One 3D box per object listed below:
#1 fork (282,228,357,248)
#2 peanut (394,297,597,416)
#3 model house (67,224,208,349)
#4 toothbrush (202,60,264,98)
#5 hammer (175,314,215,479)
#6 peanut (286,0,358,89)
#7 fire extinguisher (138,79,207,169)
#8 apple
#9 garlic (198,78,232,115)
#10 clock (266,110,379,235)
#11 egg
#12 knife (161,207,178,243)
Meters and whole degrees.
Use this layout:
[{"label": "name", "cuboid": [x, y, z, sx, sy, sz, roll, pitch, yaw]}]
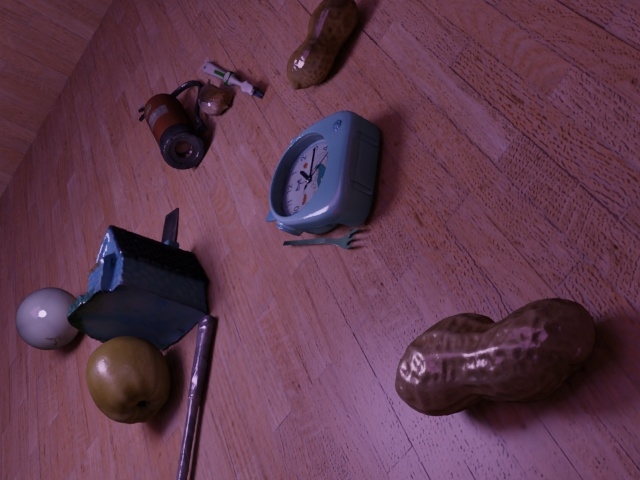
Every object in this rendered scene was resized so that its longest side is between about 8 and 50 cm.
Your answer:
[{"label": "fork", "cuboid": [0.002, 0.001, 1.501, 0.235, 0.021, 0.039, -5, 62, 54]}, {"label": "peanut", "cuboid": [0.223, 0.150, 1.021, 0.298, 0.120, 0.136, -22, 58, 43]}, {"label": "model house", "cuboid": [-0.425, 0.089, 1.809, 0.226, 0.261, 0.241, -36, 45, 36]}, {"label": "toothbrush", "cuboid": [-0.247, -0.434, 2.083, 0.418, 0.040, 0.042, 37, 103, 55]}, {"label": "hammer", "cuboid": [-0.274, 0.357, 1.640, 0.152, 0.044, 0.427, -26, 50, 42]}, {"label": "peanut", "cuboid": [0.002, -0.426, 1.693, 0.229, 0.098, 0.103, -59, -7, 9]}, {"label": "fire extinguisher", "cuboid": [-0.393, -0.338, 2.193, 0.200, 0.113, 0.376, -23, 37, -12]}, {"label": "apple", "cuboid": [-0.429, 0.310, 1.758, 0.200, 0.200, 0.200, -31, 47, 40]}, {"label": "garlic", "cuboid": [-0.287, -0.373, 2.089, 0.084, 0.066, 0.152, -40, 37, -11]}, {"label": "clock", "cuboid": [-0.006, -0.115, 1.519, 0.274, 0.094, 0.223, -18, 56, 50]}, {"label": "egg", "cuboid": [-0.803, 0.232, 2.309, 0.264, 0.183, 0.183, -20, 54, 55]}, {"label": "knife", "cuboid": [-0.401, 0.022, 2.037, 0.072, 0.019, 0.245, -29, 46, 40]}]
